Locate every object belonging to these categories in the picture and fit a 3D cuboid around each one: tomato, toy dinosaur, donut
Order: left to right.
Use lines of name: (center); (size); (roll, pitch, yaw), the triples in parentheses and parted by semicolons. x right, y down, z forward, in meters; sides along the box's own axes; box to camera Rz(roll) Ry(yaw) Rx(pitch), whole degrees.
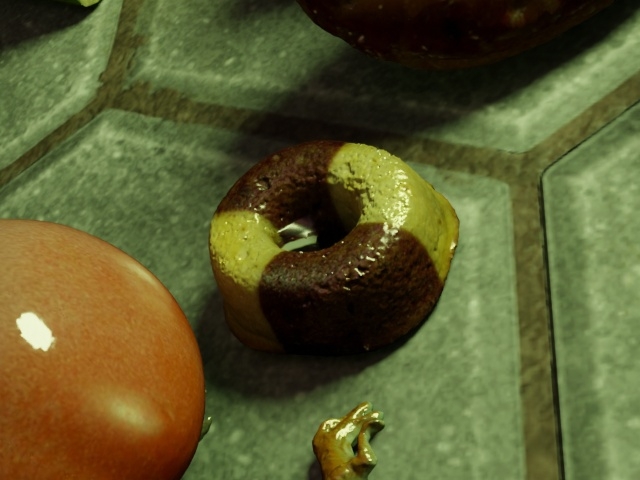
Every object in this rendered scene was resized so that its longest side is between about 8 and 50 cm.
tomato: (-0.200, 0.110, 0.722); (0.256, 0.224, 0.255); (-25, 46, 28)
toy dinosaur: (-0.007, 0.193, 0.644); (0.212, 0.057, 0.142); (-49, 34, -11)
donut: (0.000, 0.000, 0.779); (0.184, 0.073, 0.166); (14, 62, 38)

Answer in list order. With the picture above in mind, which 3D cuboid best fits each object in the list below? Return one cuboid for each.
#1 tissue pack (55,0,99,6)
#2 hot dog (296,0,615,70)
tissue pack: (-0.320, -0.386, 1.221); (0.275, 0.167, 0.200); (19, 68, 40)
hot dog: (0.137, -0.290, 0.791); (0.388, 0.267, 0.174); (-37, 25, 0)
